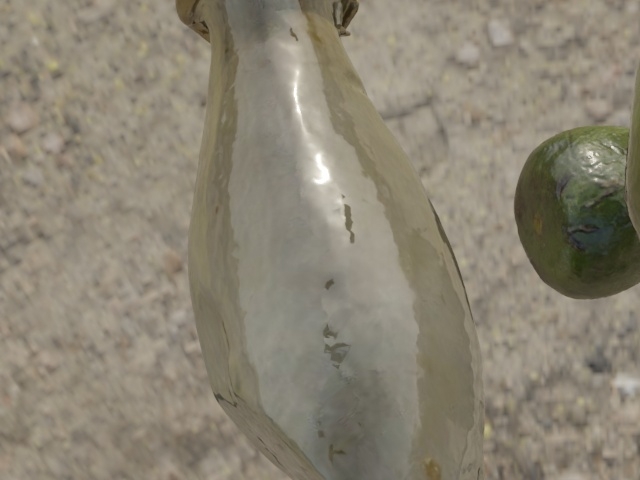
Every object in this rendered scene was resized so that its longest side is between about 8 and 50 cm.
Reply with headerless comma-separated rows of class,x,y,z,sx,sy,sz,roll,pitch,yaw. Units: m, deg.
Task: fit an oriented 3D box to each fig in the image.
fig,0.216,-0.025,1.326,0.156,0.123,0.123,-10,57,-24

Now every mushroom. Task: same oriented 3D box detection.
mushroom,0.000,0.000,0.866,0.128,0.128,0.350,-13,65,2

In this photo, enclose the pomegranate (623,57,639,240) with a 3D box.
pomegranate,0.225,-0.040,0.889,0.198,0.246,0.198,4,81,-24
